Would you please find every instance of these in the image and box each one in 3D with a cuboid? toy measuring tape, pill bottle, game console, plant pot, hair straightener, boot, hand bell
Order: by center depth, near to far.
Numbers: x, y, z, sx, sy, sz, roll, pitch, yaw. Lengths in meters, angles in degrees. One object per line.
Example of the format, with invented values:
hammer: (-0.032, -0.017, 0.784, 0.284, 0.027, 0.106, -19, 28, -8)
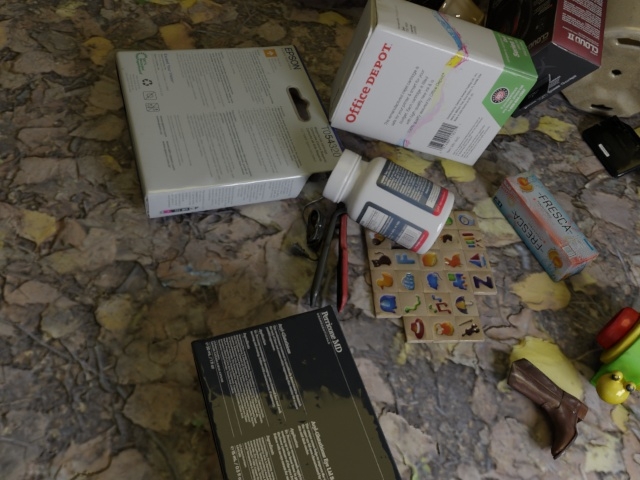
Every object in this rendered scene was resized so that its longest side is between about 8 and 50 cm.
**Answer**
boot: (0.292, 0.221, 0.765, 0.114, 0.037, 0.106, 39, 46, 14)
toy measuring tape: (0.498, 0.117, 0.824, 0.330, 0.121, 0.121, -36, 68, -28)
hair straightener: (0.000, 0.000, 0.864, 0.089, 0.047, 0.231, 8, 55, -4)
pill bottle: (0.100, -0.064, 0.865, 0.180, 0.108, 0.108, 28, 56, 1)
game console: (0.584, -0.174, 1.099, 0.107, 0.071, 0.122, -26, 58, 10)
plant pot: (0.602, -0.427, 1.118, 0.333, 0.334, 0.306, 21, 67, 6)
hand bell: (0.357, -0.420, 1.191, 0.242, 0.126, 0.126, 38, 58, 3)

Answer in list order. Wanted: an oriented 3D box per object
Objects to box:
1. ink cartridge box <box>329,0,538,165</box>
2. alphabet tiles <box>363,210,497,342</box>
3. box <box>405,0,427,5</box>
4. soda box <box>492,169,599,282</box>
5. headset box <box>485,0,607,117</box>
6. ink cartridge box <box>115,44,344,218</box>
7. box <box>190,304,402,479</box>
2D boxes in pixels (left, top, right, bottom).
ink cartridge box: (0.175, -0.261, 0.945, 0.278, 0.201, 0.117, 13, 50, -14)
alphabet tiles: (0.172, 0.048, 0.883, 0.198, 0.009, 0.237, 1, 56, -9)
box: (0.325, -0.612, 1.240, 0.270, 0.216, 0.060, -38, 105, -28)
soda box: (0.364, -0.025, 0.930, 0.058, 0.063, 0.183, -17, 61, -20)
headset box: (0.400, -0.382, 1.041, 0.110, 0.218, 0.293, 19, 72, -16)
ink cartridge box: (-0.155, -0.201, 0.965, 0.330, 0.071, 0.324, -8, 57, -20)
box: (-0.031, 0.229, 0.669, 0.184, 0.103, 0.261, -14, 59, -14)
